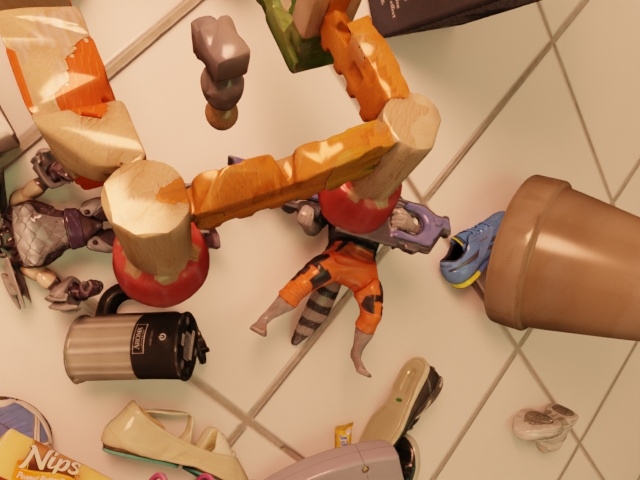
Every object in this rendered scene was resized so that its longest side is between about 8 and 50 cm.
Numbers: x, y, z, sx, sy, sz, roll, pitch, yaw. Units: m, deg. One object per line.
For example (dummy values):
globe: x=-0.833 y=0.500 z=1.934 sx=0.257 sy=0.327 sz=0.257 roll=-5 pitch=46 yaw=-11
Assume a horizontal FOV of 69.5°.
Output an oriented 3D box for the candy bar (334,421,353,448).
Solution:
candy bar: x=0.043 y=0.415 z=0.862 sx=0.040 sy=0.018 sz=0.162 roll=-5 pitch=101 yaw=-31

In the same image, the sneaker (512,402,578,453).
sneaker: x=0.567 y=0.490 z=1.167 sx=0.232 sy=0.090 sz=0.116 roll=6 pitch=99 yaw=-32

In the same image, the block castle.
block castle: x=-0.123 y=-0.188 z=0.457 sx=0.302 sy=0.213 sz=0.454 roll=-21 pitch=78 yaw=-21

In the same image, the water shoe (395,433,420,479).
water shoe: x=0.126 y=0.473 z=0.893 sx=0.080 sy=0.073 sz=0.203 roll=27 pitch=84 yaw=-30

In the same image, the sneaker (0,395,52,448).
sneaker: x=-0.351 y=0.278 z=0.550 sx=0.080 sy=0.081 sz=0.211 roll=-28 pitch=112 yaw=-25

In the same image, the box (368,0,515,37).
box: x=0.242 y=-0.469 z=0.604 sx=0.211 sy=0.395 sz=0.294 roll=-22 pitch=110 yaw=-27

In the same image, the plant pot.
plant pot: x=0.514 y=0.054 z=0.887 sx=0.323 sy=0.280 sz=0.324 roll=-23 pitch=121 yaw=-44

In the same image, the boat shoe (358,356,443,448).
boat shoe: x=0.155 y=0.340 z=0.880 sx=0.079 sy=0.084 sz=0.233 roll=45 pitch=72 yaw=-25

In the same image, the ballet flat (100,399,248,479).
ballet flat: x=-0.186 y=0.298 z=0.665 sx=0.248 sy=0.086 sz=0.086 roll=38 pitch=78 yaw=-30

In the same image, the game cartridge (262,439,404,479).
game cartridge: x=0.004 y=0.459 z=0.782 sx=0.296 sy=0.062 sz=0.198 roll=-17 pitch=104 yaw=-11

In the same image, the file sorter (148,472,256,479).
file sorter: x=-0.097 y=0.429 z=0.584 sx=0.290 sy=0.202 sz=0.182 roll=27 pitch=91 yaw=-34

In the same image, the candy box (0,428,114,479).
candy box: x=-0.351 y=0.361 z=0.481 sx=0.316 sy=0.088 sz=0.183 roll=-43 pitch=112 yaw=9

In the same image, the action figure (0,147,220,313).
action figure: x=-0.265 y=-0.018 z=0.545 sx=0.284 sy=0.099 sz=0.186 roll=-11 pitch=109 yaw=-27

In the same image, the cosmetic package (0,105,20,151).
cosmetic package: x=-0.476 y=-0.098 z=0.362 sx=0.365 sy=0.155 sz=0.197 roll=-32 pitch=111 yaw=-23

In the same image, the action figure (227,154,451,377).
action figure: x=0.000 y=0.000 z=0.714 sx=0.341 sy=0.178 sz=0.331 roll=23 pitch=78 yaw=-6

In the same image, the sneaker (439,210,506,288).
sneaker: x=0.316 y=0.000 z=0.930 sx=0.209 sy=0.069 sz=0.082 roll=-45 pitch=115 yaw=-18

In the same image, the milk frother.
milk frother: x=-0.225 y=0.137 z=0.602 sx=0.134 sy=0.129 sz=0.143 roll=-1 pitch=135 yaw=2
